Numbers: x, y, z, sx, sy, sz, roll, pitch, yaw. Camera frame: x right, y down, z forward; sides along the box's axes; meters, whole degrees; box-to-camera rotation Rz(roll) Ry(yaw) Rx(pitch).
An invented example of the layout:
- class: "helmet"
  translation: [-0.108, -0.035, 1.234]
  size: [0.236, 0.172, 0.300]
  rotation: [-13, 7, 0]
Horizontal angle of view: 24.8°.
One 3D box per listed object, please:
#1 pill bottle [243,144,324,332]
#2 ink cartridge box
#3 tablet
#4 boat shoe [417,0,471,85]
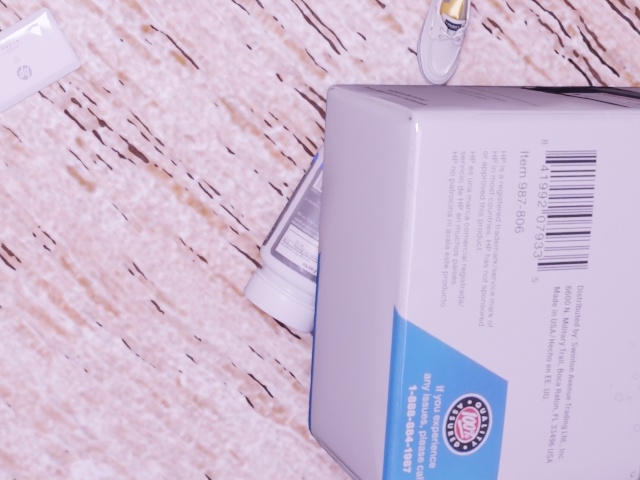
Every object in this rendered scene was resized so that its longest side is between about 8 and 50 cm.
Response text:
- class: "pill bottle"
  translation: [0.000, 0.000, 1.161]
  size: [0.078, 0.078, 0.137]
  rotation: [30, 97, -13]
- class: "ink cartridge box"
  translation: [0.206, 0.030, 1.113]
  size: [0.395, 0.166, 0.285]
  rotation: [-2, 104, -22]
- class: "tablet"
  translation: [-0.235, -0.139, 1.133]
  size: [0.083, 0.006, 0.054]
  rotation: [-30, 105, 0]
- class: "boat shoe"
  translation: [0.102, -0.172, 1.159]
  size: [0.035, 0.035, 0.100]
  rotation: [11, 100, -11]
